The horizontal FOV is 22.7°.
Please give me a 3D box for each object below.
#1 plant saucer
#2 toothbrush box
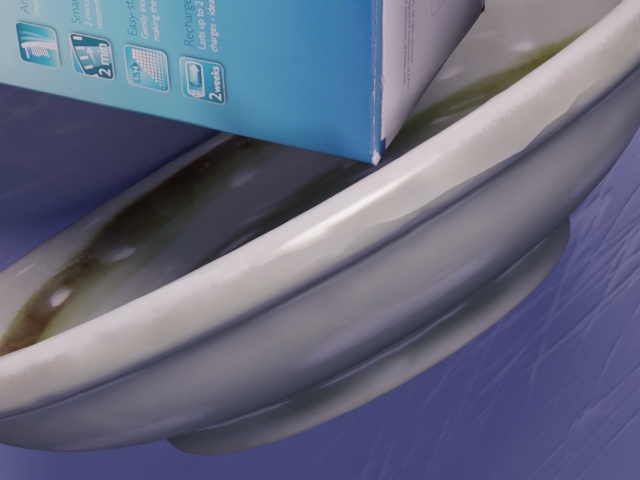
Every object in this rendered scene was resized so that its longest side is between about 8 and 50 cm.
[{"bbox_3d":[0.000,0.000,0.734,0.400,0.400,0.100,-31,101,-8],"label":"plant saucer"},{"bbox_3d":[-0.093,-0.173,0.569,0.126,0.296,0.216,-56,151,-49],"label":"toothbrush box"}]
